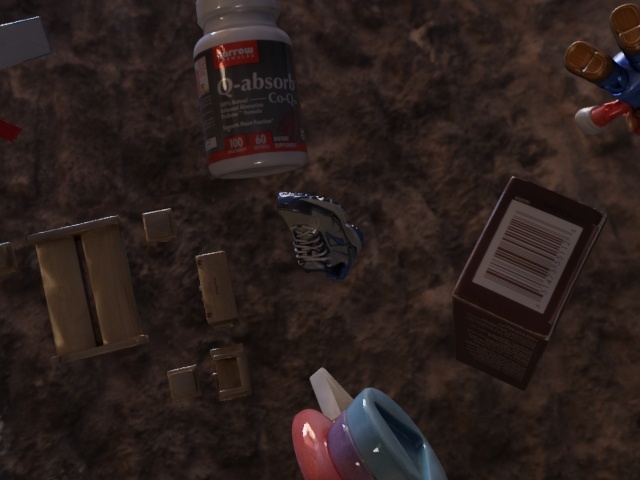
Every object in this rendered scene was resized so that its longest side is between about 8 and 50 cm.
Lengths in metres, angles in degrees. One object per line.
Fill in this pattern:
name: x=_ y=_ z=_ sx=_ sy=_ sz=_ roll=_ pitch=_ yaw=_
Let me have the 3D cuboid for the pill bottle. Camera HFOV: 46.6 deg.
pill bottle: x=-0.151 y=-0.321 z=1.545 sx=0.210 sy=0.210 sz=0.363 roll=-8 pitch=-91 yaw=-45

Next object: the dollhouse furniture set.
dollhouse furniture set: x=-0.308 y=0.129 z=1.170 sx=0.355 sy=0.174 sz=0.304 roll=-12 pitch=-98 yaw=-6

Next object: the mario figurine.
mario figurine: x=0.513 y=-0.282 z=1.251 sx=0.320 sy=0.198 sz=0.170 roll=22 pitch=-107 yaw=-50

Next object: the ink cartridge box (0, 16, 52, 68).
ink cartridge box: x=-0.526 y=-0.302 z=1.170 sx=0.104 sy=0.181 sz=0.062 roll=-38 pitch=-58 yaw=-48

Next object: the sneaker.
sneaker: x=0.000 y=0.000 z=0.673 sx=0.135 sy=0.052 sz=0.058 roll=39 pitch=-117 yaw=-54

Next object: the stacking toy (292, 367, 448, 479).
stacking toy: x=0.119 y=0.246 z=0.801 sx=0.309 sy=0.130 sz=0.279 roll=46 pitch=-169 yaw=-16

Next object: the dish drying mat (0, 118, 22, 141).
dish drying mat: x=-0.542 y=-0.192 z=1.237 sx=0.083 sy=0.032 sz=0.008 roll=26 pitch=-149 yaw=-48

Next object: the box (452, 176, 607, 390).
box: x=0.295 y=0.084 z=1.105 sx=0.143 sy=0.381 sz=0.191 roll=25 pitch=-103 yaw=17
